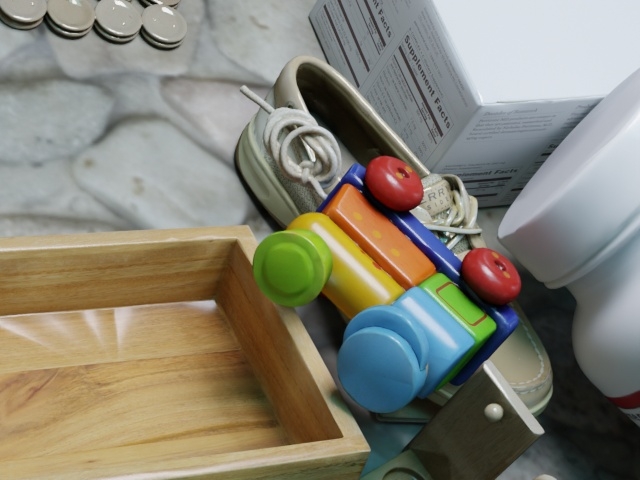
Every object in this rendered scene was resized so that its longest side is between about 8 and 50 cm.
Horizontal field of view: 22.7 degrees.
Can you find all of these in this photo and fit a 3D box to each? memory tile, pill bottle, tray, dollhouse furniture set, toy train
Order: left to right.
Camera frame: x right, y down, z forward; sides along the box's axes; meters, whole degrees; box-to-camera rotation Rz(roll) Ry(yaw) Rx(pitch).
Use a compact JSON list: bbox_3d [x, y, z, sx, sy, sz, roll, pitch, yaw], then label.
[{"bbox_3d":[-0.198,0.092,0.914,0.411,0.076,0.203,-3,43,-29],"label":"tray"},{"bbox_3d":[-0.174,-0.196,1.204,0.148,0.012,0.113,6,55,-25],"label":"memory tile"},{"bbox_3d":[0.000,0.000,1.002,0.248,0.105,0.143,44,27,10],"label":"toy train"},{"bbox_3d":[0.070,0.187,0.974,0.151,0.123,0.144,-25,70,-38],"label":"dollhouse furniture set"},{"bbox_3d":[0.325,0.072,1.091,0.408,0.229,0.229,43,48,-4],"label":"pill bottle"}]

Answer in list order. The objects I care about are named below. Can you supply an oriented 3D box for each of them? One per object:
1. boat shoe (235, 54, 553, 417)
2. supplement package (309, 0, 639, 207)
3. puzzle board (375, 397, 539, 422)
[{"bbox_3d":[0.059,-0.002,1.111,0.109,0.098,0.302,-23,65,-40],"label":"boat shoe"},{"bbox_3d":[0.160,-0.151,1.254,0.262,0.145,0.204,-6,60,-31],"label":"supplement package"},{"bbox_3d":[0.088,0.088,1.132,0.128,0.011,0.096,5,54,-25],"label":"puzzle board"}]
